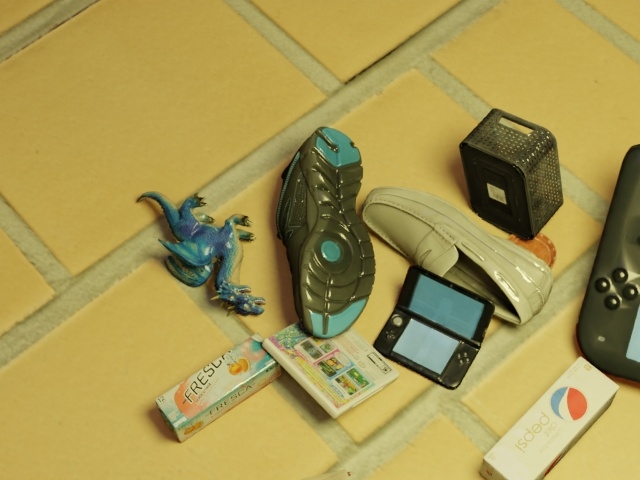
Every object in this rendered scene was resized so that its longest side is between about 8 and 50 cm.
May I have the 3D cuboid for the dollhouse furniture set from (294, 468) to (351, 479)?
[{"bbox_3d":[-0.002,0.420,1.534,0.129,0.129,0.183,-12,59,-4],"label":"dollhouse furniture set"}]

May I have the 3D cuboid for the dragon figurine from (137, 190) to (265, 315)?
[{"bbox_3d":[-0.197,0.012,1.807,0.289,0.085,0.144,25,64,15],"label":"dragon figurine"}]

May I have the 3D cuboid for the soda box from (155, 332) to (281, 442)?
[{"bbox_3d":[-0.148,0.214,1.699,0.183,0.063,0.058,-33,64,-15],"label":"soda box"}]

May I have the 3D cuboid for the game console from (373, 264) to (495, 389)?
[{"bbox_3d":[0.166,0.128,1.721,0.144,0.085,0.124,26,64,17],"label":"game console"}]

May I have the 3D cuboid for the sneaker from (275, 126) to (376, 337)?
[{"bbox_3d":[0.000,0.000,1.788,0.125,0.140,0.340,18,58,-27],"label":"sneaker"}]

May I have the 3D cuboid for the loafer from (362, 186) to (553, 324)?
[{"bbox_3d":[0.196,0.021,1.764,0.320,0.112,0.111,28,49,17],"label":"loafer"}]

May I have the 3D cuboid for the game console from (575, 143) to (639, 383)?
[{"bbox_3d":[0.583,0.064,1.652,0.387,0.060,0.341,16,92,18],"label":"game console"}]

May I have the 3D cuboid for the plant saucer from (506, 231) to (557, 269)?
[{"bbox_3d":[0.326,0.022,1.816,0.084,0.013,0.083,-1,60,2],"label":"plant saucer"}]

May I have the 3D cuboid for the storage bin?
[{"bbox_3d":[0.293,-0.100,1.784,0.122,0.180,0.084,28,63,33],"label":"storage bin"}]

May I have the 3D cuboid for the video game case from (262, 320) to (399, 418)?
[{"bbox_3d":[0.016,0.174,1.704,0.157,0.019,0.143,43,44,21],"label":"video game case"}]

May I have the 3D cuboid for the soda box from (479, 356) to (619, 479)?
[{"bbox_3d":[0.323,0.267,1.642,0.074,0.069,0.216,40,69,22],"label":"soda box"}]
